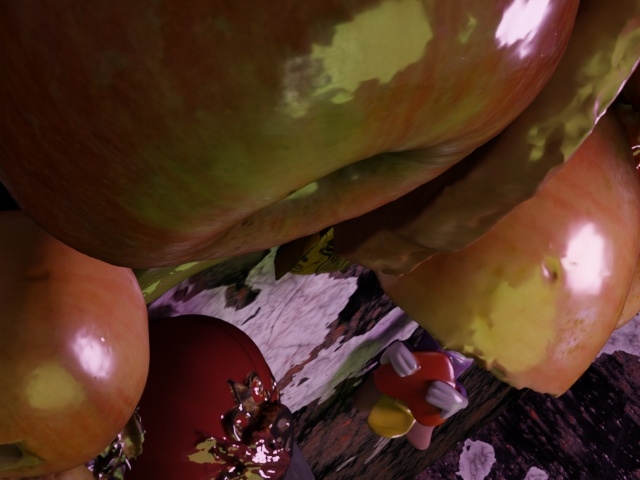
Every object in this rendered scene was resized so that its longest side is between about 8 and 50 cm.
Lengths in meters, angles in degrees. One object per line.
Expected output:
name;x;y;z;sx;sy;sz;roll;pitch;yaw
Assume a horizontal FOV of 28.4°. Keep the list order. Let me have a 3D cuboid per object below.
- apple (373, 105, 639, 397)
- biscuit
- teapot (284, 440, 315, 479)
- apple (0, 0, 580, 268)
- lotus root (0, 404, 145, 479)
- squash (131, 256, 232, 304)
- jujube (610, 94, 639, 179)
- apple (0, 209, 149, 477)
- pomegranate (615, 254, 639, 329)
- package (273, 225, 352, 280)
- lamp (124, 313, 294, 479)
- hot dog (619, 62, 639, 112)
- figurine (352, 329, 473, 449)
apple;0.186;-0.010;1.215;0.252;0.309;0.314;-8;-121;54
biscuit;0.130;-0.164;0.756;0.385;0.062;0.365;-45;-155;57
teapot;-0.114;0.419;1.722;0.239;0.239;0.321;-16;152;-49
apple;-0.034;-0.133;0.572;0.309;0.250;0.277;-30;169;37
lotus root;-0.287;0.218;1.006;0.314;0.169;0.141;-28;156;-21
squash;-0.127;0.018;1.044;0.183;0.052;0.052;-32;160;-20
jujube;0.273;-0.080;1.419;0.250;0.174;0.174;-45;162;3
apple;-0.200;0.068;0.830;0.199;0.199;0.199;-35;162;-14
pomegranate;0.370;0.031;1.802;0.215;0.215;0.215;-35;162;-14
package;0.000;0.000;1.257;0.071;0.047;0.131;-46;160;27
lamp;-0.122;0.181;1.175;0.227;0.227;0.227;-35;162;-14
hot dog;0.443;-0.135;1.246;0.196;0.365;0.367;-48;159;29
figurine;0.164;0.173;1.849;0.193;0.154;0.421;-46;169;-52
